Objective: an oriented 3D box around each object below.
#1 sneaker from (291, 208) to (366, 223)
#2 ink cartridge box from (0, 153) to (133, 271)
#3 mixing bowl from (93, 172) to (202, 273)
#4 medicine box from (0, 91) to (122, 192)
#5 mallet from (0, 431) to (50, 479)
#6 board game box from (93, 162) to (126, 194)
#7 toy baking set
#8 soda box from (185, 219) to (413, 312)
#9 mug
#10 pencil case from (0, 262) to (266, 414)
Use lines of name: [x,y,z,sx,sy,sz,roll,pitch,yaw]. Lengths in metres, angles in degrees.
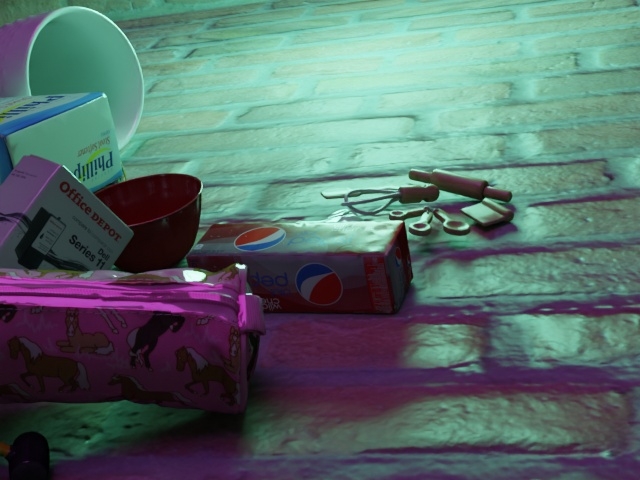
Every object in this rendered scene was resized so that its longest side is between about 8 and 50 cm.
sneaker: [0.000,0.000,1.292,0.152,0.054,0.061,-22,30,-23]
ink cartridge box: [-0.346,0.023,1.171,0.086,0.153,0.208,15,66,40]
mixing bowl: [-0.244,-0.016,1.368,0.181,0.098,0.181,-8,25,4]
medicine box: [-0.502,-0.123,1.495,0.289,0.149,0.263,0,21,23]
mallet: [-0.341,0.185,0.925,0.039,0.189,0.062,-53,31,8]
board game box: [-0.414,-0.074,1.619,0.170,0.048,0.141,-12,27,-1]
toy baking set: [0.137,-0.062,1.344,0.256,0.030,0.196,19,28,35]
soda box: [-0.025,0.032,1.197,0.263,0.083,0.092,0,28,21]
mug: [-0.559,-0.235,1.808,0.328,0.276,0.374,-2,55,36]
pencil case: [-0.248,0.093,0.985,0.386,0.160,0.167,3,7,-2]
